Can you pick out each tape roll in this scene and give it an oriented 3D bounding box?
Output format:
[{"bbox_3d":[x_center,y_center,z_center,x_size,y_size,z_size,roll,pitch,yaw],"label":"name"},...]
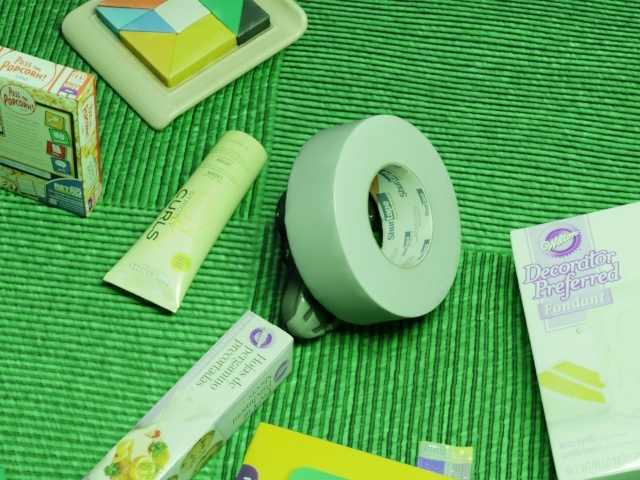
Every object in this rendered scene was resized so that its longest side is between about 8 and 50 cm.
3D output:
[{"bbox_3d":[0.059,-0.021,1.848,0.072,0.219,0.219,-12,37,39],"label":"tape roll"}]

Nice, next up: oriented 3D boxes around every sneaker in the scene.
[{"bbox_3d":[0.000,0.000,1.922,0.106,0.101,0.267,0,48,28],"label":"sneaker"}]

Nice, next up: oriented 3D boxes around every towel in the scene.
[{"bbox_3d":[0.125,0.243,1.762,0.060,0.009,0.083,9,50,5],"label":"towel"}]

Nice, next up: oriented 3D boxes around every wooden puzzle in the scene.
[{"bbox_3d":[-0.170,-0.270,2.119,0.239,0.044,0.221,-37,61,-15],"label":"wooden puzzle"}]

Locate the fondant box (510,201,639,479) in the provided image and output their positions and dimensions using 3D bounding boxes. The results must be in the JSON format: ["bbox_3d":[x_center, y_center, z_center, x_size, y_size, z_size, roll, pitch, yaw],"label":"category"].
[{"bbox_3d":[0.342,0.114,1.790,0.238,0.096,0.330,-13,49,8],"label":"fondant box"}]

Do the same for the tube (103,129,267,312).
[{"bbox_3d":[-0.142,-0.024,1.940,0.070,0.062,0.240,-7,40,47],"label":"tube"}]

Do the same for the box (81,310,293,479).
[{"bbox_3d":[-0.147,0.202,1.742,0.063,0.067,0.324,31,54,20],"label":"box"}]

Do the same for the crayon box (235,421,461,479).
[{"bbox_3d":[0.032,0.375,1.583,0.313,0.106,0.363,16,51,8],"label":"crayon box"}]

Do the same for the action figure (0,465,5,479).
[{"bbox_3d":[-0.350,0.257,1.683,0.137,0.063,0.232,-25,52,-25],"label":"action figure"}]

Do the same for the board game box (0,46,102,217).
[{"bbox_3d":[-0.322,-0.123,1.920,0.147,0.193,0.045,18,51,11],"label":"board game box"}]
